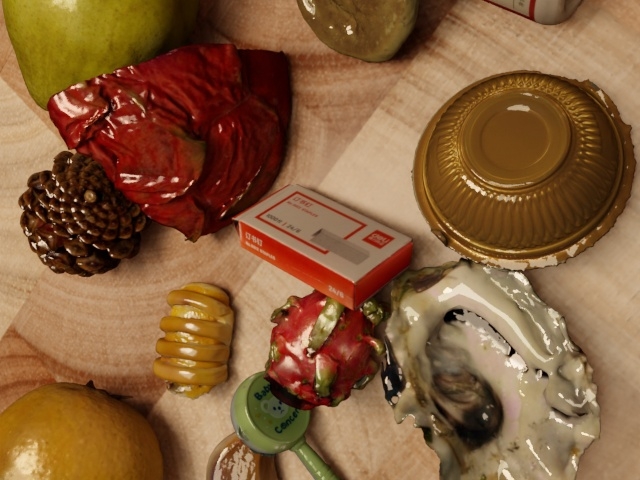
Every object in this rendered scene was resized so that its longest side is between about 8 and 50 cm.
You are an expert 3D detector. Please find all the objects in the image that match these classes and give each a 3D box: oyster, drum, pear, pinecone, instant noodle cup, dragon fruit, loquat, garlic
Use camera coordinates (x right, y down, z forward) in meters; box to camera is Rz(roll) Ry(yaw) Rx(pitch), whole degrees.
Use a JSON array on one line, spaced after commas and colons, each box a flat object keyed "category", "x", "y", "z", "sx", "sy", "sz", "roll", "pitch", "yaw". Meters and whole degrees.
[{"category": "oyster", "x": 0.193, "y": 0.164, "z": 0.856, "sx": 0.238, "sy": 0.115, "sz": 0.351, "roll": -32, "pitch": 62, "yaw": -1}, {"category": "drum", "x": -0.019, "y": 0.287, "z": 1.006, "sx": 0.253, "sy": 0.130, "sz": 0.049, "roll": 40, "pitch": 133, "yaw": -8}, {"category": "pear", "x": -0.330, "y": -0.329, "z": 1.037, "sx": 0.287, "sy": 0.287, "sz": 0.375, "roll": 25, "pitch": 109, "yaw": 23}, {"category": "pinecone", "x": -0.380, "y": -0.033, "z": 1.114, "sx": 0.207, "sy": 0.207, "sz": 0.208, "roll": 0, "pitch": 89, "yaw": 25}, {"category": "instant noodle cup", "x": 0.234, "y": -0.103, "z": 0.833, "sx": 0.274, "sy": 0.091, "sz": 0.274, "roll": -6, "pitch": 72, "yaw": 18}, {"category": "dragon fruit", "x": -0.232, "y": -0.148, "z": 1.002, "sx": 0.240, "sy": 0.330, "sz": 0.302, "roll": 10, "pitch": 96, "yaw": 47}, {"category": "loquat", "x": -0.383, "y": 0.345, "z": 1.075, "sx": 0.274, "sy": 0.275, "sz": 0.275, "roll": 0, "pitch": 89, "yaw": 25}, {"category": "dragon fruit", "x": 0.010, "y": 0.135, "z": 0.940, "sx": 0.172, "sy": 0.160, "sz": 0.166, "roll": -65, "pitch": 25, "yaw": 11}, {"category": "garlic", "x": -0.095, "y": 0.374, "z": 1.025, "sx": 0.128, "sy": 0.090, "sz": 0.198, "roll": -20, "pitch": 76, "yaw": 11}]

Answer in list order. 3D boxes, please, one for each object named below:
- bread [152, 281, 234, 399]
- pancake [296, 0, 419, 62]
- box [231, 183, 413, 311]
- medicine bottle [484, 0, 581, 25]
[{"category": "bread", "x": -0.199, "y": 0.152, "z": 1.077, "sx": 0.119, "sy": 0.084, "sz": 0.177, "roll": 6, "pitch": 88, "yaw": 25}, {"category": "pancake", "x": 0.033, "y": -0.348, "z": 0.934, "sx": 0.242, "sy": 0.050, "sz": 0.242, "roll": 32, "pitch": 134, "yaw": 41}, {"category": "box", "x": 0.000, "y": 0.000, "z": 0.943, "sx": 0.229, "sy": 0.123, "sz": 0.050, "roll": 28, "pitch": 136, "yaw": 35}, {"category": "medicine bottle", "x": 0.211, "y": -0.369, "z": 0.863, "sx": 0.250, "sy": 0.131, "sz": 0.131, "roll": 31, "pitch": 102, "yaw": 22}]
